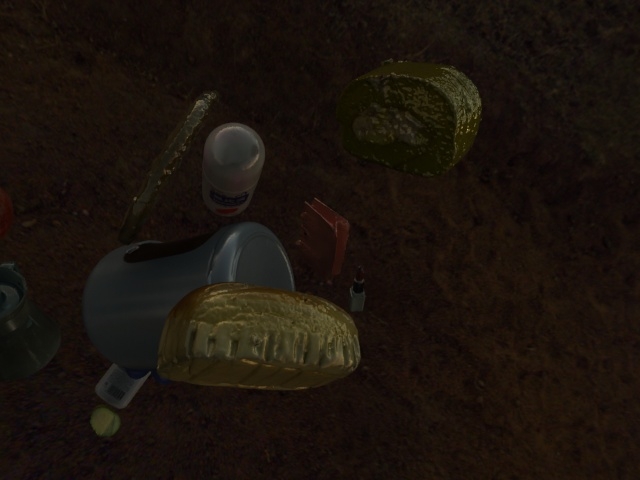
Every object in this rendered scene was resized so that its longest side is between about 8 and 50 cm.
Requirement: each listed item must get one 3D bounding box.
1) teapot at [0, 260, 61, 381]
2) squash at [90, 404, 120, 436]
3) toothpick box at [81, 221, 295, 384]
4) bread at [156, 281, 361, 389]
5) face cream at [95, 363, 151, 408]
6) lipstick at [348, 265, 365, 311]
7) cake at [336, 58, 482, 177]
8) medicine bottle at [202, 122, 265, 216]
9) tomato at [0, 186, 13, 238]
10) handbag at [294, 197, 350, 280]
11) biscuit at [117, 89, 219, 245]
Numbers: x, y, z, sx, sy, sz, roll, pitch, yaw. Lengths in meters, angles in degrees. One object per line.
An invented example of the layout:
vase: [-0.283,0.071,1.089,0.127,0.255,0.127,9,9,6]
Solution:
teapot: [-0.649,0.160,0.933,0.171,0.225,0.203,0,48,-16]
squash: [-0.782,0.627,1.603,0.075,0.200,0.089,8,84,-40]
toothpick box: [-0.245,0.118,0.786,0.355,0.263,0.262,-8,73,22]
bread: [-0.068,0.117,0.547,0.237,0.140,0.105,17,55,-35]
face cream: [-0.732,0.495,1.745,0.144,0.071,0.291,34,81,-1]
lipstick: [0.068,0.084,0.802,0.025,0.107,0.025,-1,42,-6]
cake: [0.158,-0.235,0.842,0.261,0.178,0.156,22,38,28]
medicine bottle: [-0.205,-0.157,1.035,0.131,0.341,0.130,3,77,-15]
tomato: [-1.212,-0.090,1.552,0.265,0.265,0.264,4,74,-15]
handbag: [0.000,0.000,1.289,0.059,0.212,0.157,-29,55,-34]
biscuit: [-0.229,-0.123,0.681,0.038,0.141,0.289,31,79,-19]
